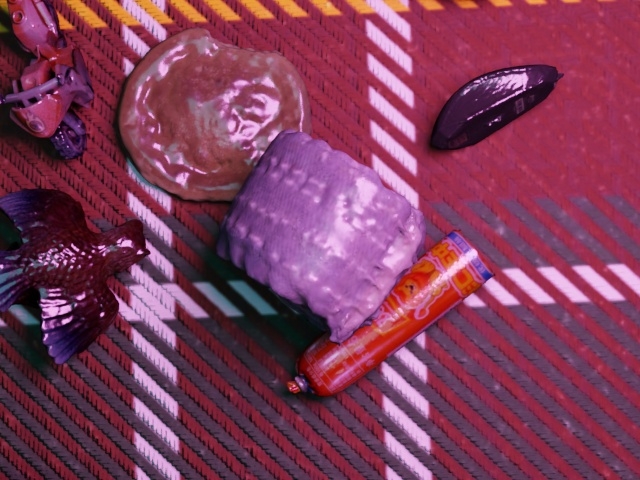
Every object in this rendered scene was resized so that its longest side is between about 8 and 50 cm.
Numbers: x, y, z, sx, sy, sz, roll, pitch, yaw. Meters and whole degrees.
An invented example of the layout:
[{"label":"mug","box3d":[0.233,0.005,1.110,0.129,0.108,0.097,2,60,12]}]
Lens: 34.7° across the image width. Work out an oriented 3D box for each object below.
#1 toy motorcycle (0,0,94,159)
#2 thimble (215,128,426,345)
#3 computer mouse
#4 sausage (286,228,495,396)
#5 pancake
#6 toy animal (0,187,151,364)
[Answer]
[{"label":"toy motorcycle","box3d":[-0.328,-0.202,1.213,0.084,0.118,0.212,-16,85,17]},{"label":"thimble","box3d":[0.000,0.000,1.131,0.205,0.236,0.172,36,86,-36]},{"label":"computer mouse","box3d":[0.200,-0.165,1.202,0.172,0.099,0.057,-29,71,5]},{"label":"sausage","box3d":[0.075,0.095,1.201,0.274,0.074,0.074,-38,86,1]},{"label":"pancake","box3d":[-0.128,-0.150,1.240,0.236,0.042,0.222,36,86,4]},{"label":"toy animal","box3d":[-0.294,0.026,1.198,0.179,0.116,0.218,-21,79,2]}]
